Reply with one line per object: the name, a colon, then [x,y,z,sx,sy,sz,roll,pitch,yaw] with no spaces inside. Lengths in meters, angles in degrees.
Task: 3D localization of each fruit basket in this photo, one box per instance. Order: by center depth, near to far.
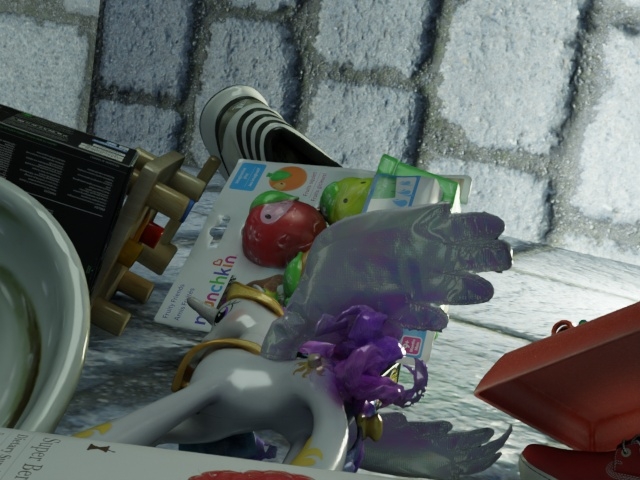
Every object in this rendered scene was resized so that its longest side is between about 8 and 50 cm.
fruit basket: [0.000,0.000,1.111,0.352,0.166,0.327,11,48,13]

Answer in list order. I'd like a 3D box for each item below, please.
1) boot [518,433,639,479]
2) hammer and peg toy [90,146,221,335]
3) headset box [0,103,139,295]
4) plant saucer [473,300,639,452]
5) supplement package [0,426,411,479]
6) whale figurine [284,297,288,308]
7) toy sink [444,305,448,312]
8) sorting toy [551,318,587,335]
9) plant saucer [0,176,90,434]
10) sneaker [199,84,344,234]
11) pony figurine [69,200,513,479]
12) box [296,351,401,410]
boot: [0.328,0.195,0.837,0.244,0.176,0.088,11,11,18]
hammer and peg toy: [-0.276,-0.023,1.281,0.127,0.266,0.361,28,10,-5]
headset box: [-0.380,-0.007,1.019,0.246,0.283,0.131,18,10,-12]
plant saucer: [0.327,0.135,0.867,0.258,0.048,0.259,-29,-43,32]
supplement package: [-0.058,0.212,0.390,0.292,0.176,0.177,9,9,-4]
whale figurine: [0.007,0.048,1.308,0.271,0.216,0.141,0,57,-24]
toy sink: [0.124,0.052,1.536,0.234,0.153,0.131,-3,15,-45]
sorting toy: [0.449,0.171,1.472,0.042,0.061,0.102,44,-5,-36]
plant saucer: [-0.382,0.095,0.659,0.400,0.101,0.401,5,48,-6]
sneaker: [-0.039,-0.032,1.435,0.169,0.448,0.257,-36,42,-10]
pony figurine: [-0.013,0.132,0.751,0.350,0.303,0.363,3,23,15]
box: [-0.015,0.168,1.034,0.175,0.051,0.220,13,11,21]
